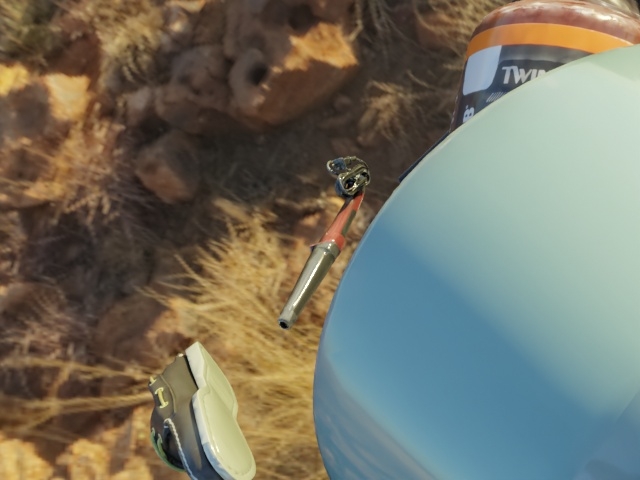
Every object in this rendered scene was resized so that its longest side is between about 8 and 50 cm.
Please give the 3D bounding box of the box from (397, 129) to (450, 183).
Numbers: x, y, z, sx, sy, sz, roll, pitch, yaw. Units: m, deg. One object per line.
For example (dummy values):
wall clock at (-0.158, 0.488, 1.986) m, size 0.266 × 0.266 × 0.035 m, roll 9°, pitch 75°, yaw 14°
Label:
box at (0.211, -0.079, 1.591) m, size 0.156 × 0.158 × 0.093 m, roll -43°, pitch 56°, yaw 26°

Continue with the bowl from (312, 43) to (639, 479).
bowl at (0.167, 0.084, 0.566) m, size 0.311 × 0.311 × 0.163 m, roll -48°, pitch 34°, yaw 9°

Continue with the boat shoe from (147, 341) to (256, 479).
boat shoe at (-0.108, 0.161, 1.066) m, size 0.068 × 0.228 × 0.081 m, roll -33°, pitch 107°, yaw 1°

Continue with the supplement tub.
supplement tub at (0.115, -0.048, 0.629) m, size 0.106 × 0.106 × 0.198 m, roll 7°, pitch 77°, yaw 27°

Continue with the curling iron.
curling iron at (0.000, 0.000, 1.483) m, size 0.035 × 0.068 × 0.274 m, roll -16°, pitch 37°, yaw 40°
